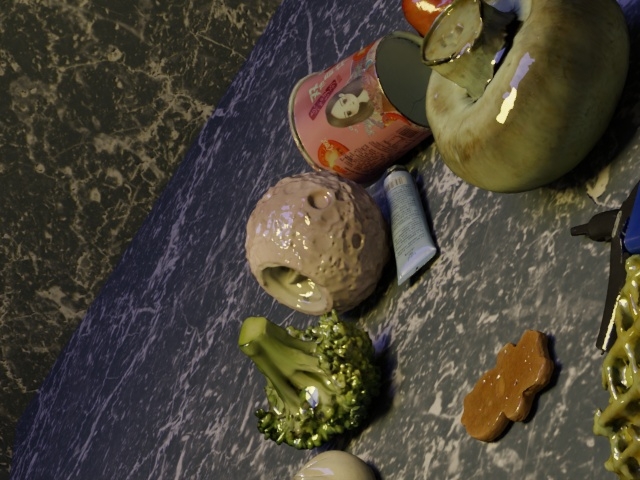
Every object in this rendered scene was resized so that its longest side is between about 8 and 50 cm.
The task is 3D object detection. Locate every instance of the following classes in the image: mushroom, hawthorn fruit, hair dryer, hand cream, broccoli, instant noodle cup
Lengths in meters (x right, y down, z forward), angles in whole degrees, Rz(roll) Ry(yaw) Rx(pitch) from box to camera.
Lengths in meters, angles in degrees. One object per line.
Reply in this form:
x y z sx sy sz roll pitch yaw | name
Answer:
0.286 -0.238 1.895 0.352 0.260 0.352 -46 25 30 | mushroom
0.274 -0.440 2.337 0.285 0.165 0.165 -15 51 48 | hawthorn fruit
0.376 0.020 1.684 0.271 0.091 0.235 -135 61 -81 | hair dryer
0.149 -0.034 2.287 0.091 0.058 0.271 -41 32 24 | hand cream
-0.035 0.219 2.154 0.247 0.243 0.263 -48 27 4 | broccoli
0.101 -0.245 2.406 0.231 0.243 0.243 -31 38 47 | instant noodle cup

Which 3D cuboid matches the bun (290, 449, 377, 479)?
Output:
0.004 0.402 2.029 0.173 0.120 0.173 -48 28 37 | bun

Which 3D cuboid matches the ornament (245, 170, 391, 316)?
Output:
0.000 0.000 2.321 0.259 0.259 0.225 -29 28 57 | ornament

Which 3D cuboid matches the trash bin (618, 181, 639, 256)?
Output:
0.443 -0.028 1.430 0.234 0.162 0.184 -26 42 67 | trash bin

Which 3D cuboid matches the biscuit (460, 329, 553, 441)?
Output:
0.253 0.203 1.788 0.184 0.027 0.133 -58 22 21 | biscuit

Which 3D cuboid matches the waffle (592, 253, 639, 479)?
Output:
0.373 0.158 1.331 0.297 0.073 0.317 -147 58 -68 | waffle
